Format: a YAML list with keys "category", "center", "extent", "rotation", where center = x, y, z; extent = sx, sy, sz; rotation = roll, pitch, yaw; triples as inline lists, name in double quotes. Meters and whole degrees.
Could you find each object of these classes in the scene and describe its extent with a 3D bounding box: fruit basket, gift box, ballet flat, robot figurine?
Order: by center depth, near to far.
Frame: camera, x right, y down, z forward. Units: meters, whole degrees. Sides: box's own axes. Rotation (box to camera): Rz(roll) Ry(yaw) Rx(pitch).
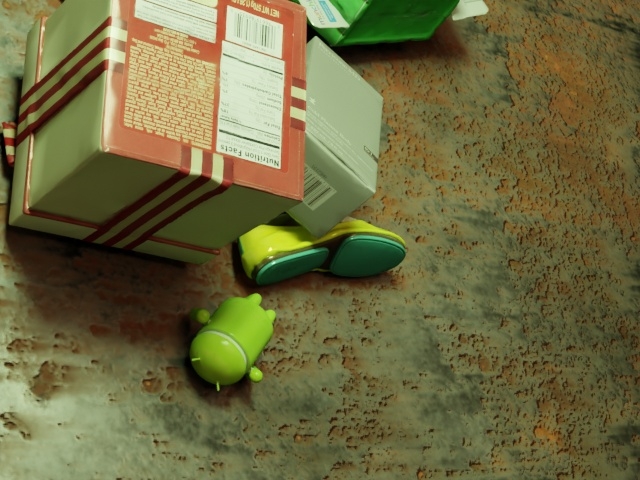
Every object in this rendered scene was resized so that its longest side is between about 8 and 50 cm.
- category: "gift box"
  center: [-0.163, -0.138, 1.389]
  extent: [0.255, 0.258, 0.276]
  rotation: [18, 63, -29]
- category: "robot figurine"
  center: [-0.095, 0.106, 1.433]
  extent: [0.101, 0.067, 0.115]
  rotation: [50, 45, -14]
- category: "ballet flat"
  center: [0.000, 0.000, 1.573]
  extent: [0.231, 0.077, 0.077]
  rotation: [-6, 52, -38]
- category: "fruit basket"
  center: [0.023, -0.417, 1.813]
  extent: [0.327, 0.165, 0.353]
  rotation: [-12, 57, -42]

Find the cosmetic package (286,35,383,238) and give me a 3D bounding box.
- category: "cosmetic package"
  center: [-0.004, -0.124, 1.570]
  extent: [0.127, 0.107, 0.238]
  rotation: [40, 30, -21]
